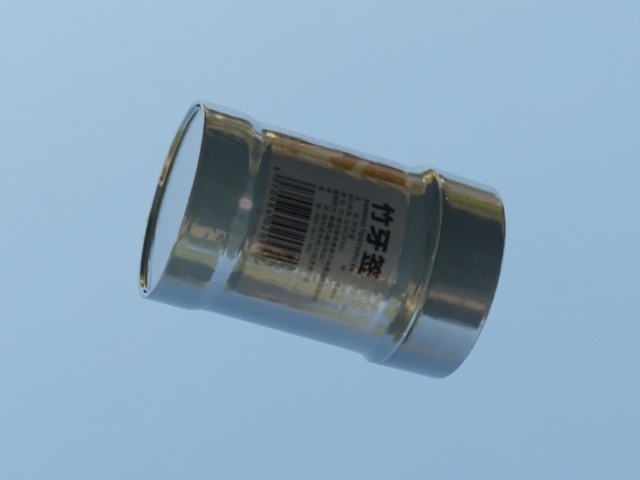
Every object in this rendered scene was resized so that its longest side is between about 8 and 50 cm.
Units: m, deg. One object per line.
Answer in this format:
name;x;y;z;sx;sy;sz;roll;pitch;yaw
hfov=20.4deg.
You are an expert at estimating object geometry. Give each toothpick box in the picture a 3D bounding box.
toothpick box;0.000;0.000;0.855;0.153;0.101;0.101;16;-135;-15
